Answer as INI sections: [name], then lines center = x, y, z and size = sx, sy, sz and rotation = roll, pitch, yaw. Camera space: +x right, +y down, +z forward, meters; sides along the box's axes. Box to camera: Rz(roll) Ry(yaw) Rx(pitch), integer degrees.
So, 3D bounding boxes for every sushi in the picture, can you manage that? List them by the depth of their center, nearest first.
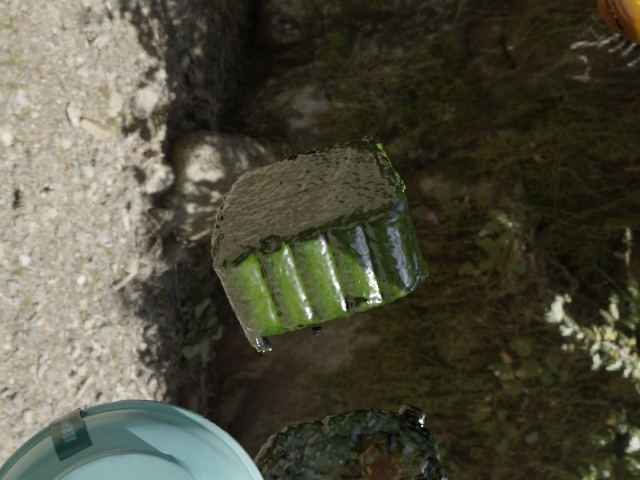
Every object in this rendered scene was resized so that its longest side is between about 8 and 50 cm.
[sushi]
center = 0.051, 0.463, 1.198
size = 0.178, 0.352, 0.294
rotation = 84, -8, -46

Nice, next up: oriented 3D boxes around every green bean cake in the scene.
[green bean cake]
center = 0.000, 0.000, 1.146
size = 0.335, 0.319, 0.218
rotation = -95, 166, -57

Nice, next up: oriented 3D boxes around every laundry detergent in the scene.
[laundry detergent]
center = -0.194, 0.319, 0.702
size = 0.305, 0.287, 0.287
rotation = 118, -20, -66

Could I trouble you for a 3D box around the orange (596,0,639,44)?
[orange]
center = 0.362, -0.284, 0.615
size = 0.249, 0.249, 0.183
rotation = 55, 37, -51
